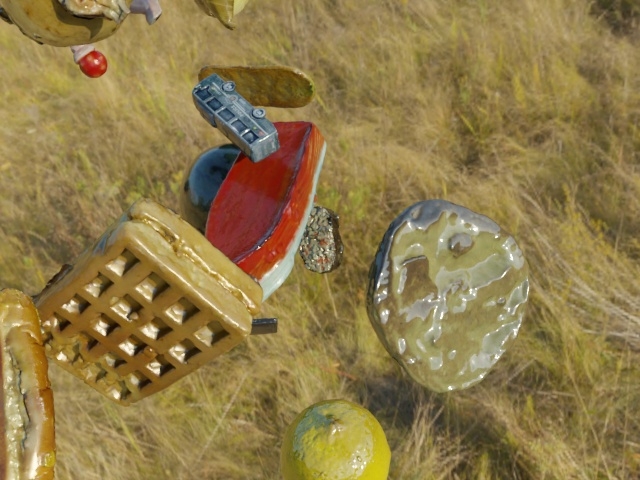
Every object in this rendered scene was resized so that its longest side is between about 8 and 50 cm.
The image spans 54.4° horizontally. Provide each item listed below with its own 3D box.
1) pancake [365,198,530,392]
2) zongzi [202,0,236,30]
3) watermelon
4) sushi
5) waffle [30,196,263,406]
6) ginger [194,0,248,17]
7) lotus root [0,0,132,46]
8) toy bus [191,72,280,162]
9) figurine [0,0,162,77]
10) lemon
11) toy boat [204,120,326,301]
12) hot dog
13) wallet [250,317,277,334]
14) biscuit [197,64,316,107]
[{"bbox_3d":[0.186,0.079,0.915,0.294,0.294,0.049,-32,16,-24],"label":"pancake"},{"bbox_3d":[-0.213,-0.422,0.784,0.286,0.288,0.134,21,42,35],"label":"zongzi"},{"bbox_3d":[-0.168,-0.084,1.195,0.212,0.212,0.212,-8,37,6],"label":"watermelon"},{"bbox_3d":[0.000,0.000,1.397,0.091,0.150,0.078,-7,-5,19],"label":"sushi"},{"bbox_3d":[-0.255,0.100,0.847,0.328,0.224,0.098,-34,22,32],"label":"waffle"},{"bbox_3d":[-0.174,-0.517,1.086,0.190,0.126,0.354,-13,55,13],"label":"ginger"},{"bbox_3d":[-0.271,-0.282,0.659,0.154,0.140,0.257,-53,33,-1],"label":"lotus root"},{"bbox_3d":[-0.129,-0.186,0.941,0.065,0.047,0.166,-37,62,-19],"label":"toy bus"},{"bbox_3d":[-0.391,-0.390,0.915,0.176,0.287,0.186,-19,30,46],"label":"figurine"},{"bbox_3d":[0.040,0.605,1.736,0.336,0.336,0.336,-8,37,6],"label":"lemon"},{"bbox_3d":[-0.083,-0.030,0.961,0.145,0.133,0.331,4,54,22],"label":"toy boat"},{"bbox_3d":[-0.344,0.178,0.696,0.072,0.115,0.269,6,63,-41],"label":"hot dog"},{"bbox_3d":[-0.262,0.289,2.048,0.244,0.124,0.025,-2,64,-7],"label":"wallet"},{"bbox_3d":[-0.129,-0.311,1.252,0.247,0.118,0.029,5,60,14],"label":"biscuit"}]
